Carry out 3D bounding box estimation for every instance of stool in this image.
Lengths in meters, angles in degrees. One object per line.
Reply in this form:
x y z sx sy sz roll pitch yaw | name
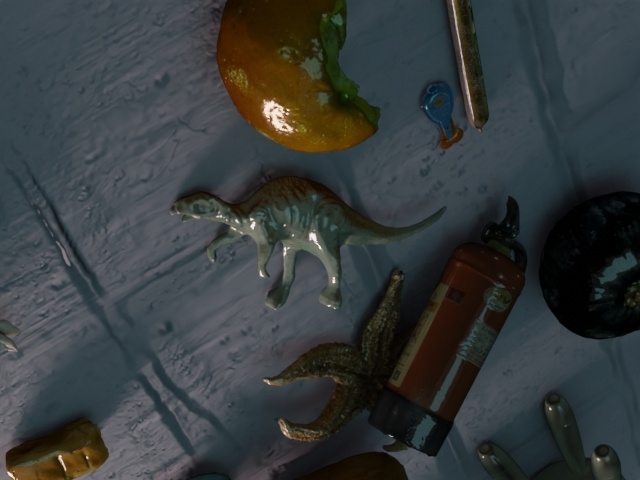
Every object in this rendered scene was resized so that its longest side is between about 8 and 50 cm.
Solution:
0.395 0.401 2.151 0.195 0.195 0.198 -37 131 -2 | stool

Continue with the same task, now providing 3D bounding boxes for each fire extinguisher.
0.202 0.119 1.879 0.376 0.113 0.200 -63 173 0 | fire extinguisher

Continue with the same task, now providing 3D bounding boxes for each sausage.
0.187 -0.247 1.673 0.033 0.033 0.269 -27 131 -12 | sausage

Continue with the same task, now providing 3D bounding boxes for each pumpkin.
0.438 0.040 1.940 0.233 0.163 0.233 -14 126 -20 | pumpkin

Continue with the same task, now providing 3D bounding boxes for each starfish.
0.069 0.175 1.886 0.299 0.060 0.302 35 87 -36 | starfish

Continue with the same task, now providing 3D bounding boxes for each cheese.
0.162 -0.166 1.726 0.047 0.017 0.111 -30 132 -5 | cheese

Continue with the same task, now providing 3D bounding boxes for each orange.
-0.029 -0.197 1.479 0.158 0.179 0.237 -31 134 -12 | orange

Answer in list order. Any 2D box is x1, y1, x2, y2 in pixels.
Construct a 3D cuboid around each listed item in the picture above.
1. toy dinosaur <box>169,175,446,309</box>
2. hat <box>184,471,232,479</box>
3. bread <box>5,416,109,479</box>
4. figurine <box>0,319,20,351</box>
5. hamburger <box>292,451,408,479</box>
0.000 0.000 1.702 0.393 0.092 0.205 -9 120 -15 | toy dinosaur
-0.197 0.414 1.890 0.138 0.078 0.190 10 98 -44 | hat
-0.348 0.286 1.718 0.132 0.053 0.074 -20 130 -15 | bread
-0.430 0.088 1.530 0.098 0.081 0.146 -4 145 26 | figurine
0.002 0.433 1.893 0.319 0.318 0.158 -30 103 -10 | hamburger
